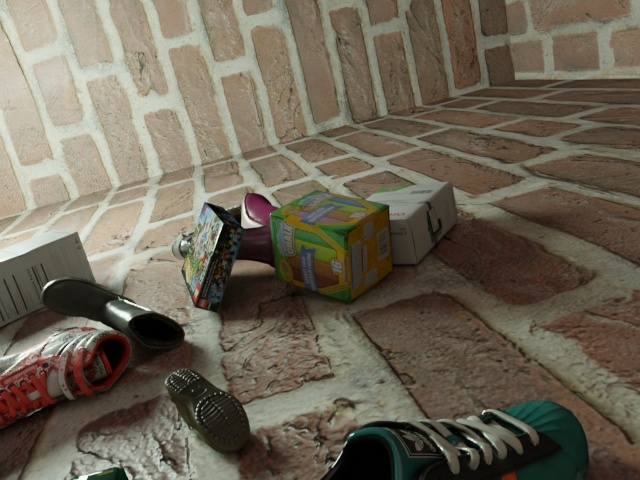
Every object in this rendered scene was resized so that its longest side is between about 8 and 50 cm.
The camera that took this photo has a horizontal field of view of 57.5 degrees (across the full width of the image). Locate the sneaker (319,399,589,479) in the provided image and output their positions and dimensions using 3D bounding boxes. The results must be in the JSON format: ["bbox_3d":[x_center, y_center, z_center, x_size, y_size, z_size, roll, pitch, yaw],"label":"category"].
[{"bbox_3d":[0.093,0.186,0.447,0.302,0.121,0.108,-23,20,-26],"label":"sneaker"}]

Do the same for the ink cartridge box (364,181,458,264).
[{"bbox_3d":[0.150,-0.035,1.128,0.160,0.093,0.219,-2,22,35],"label":"ink cartridge box"}]

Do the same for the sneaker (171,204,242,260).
[{"bbox_3d":[-0.232,-0.015,1.394,0.106,0.078,0.234,9,32,45],"label":"sneaker"}]

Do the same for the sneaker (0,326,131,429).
[{"bbox_3d":[-0.398,0.201,0.826,0.144,0.090,0.270,-5,17,34],"label":"sneaker"}]

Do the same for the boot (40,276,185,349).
[{"bbox_3d":[-0.348,0.123,0.969,0.189,0.076,0.208,16,2,-35],"label":"boot"}]

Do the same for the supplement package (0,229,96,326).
[{"bbox_3d":[-0.670,0.081,1.325,0.139,0.134,0.244,3,24,43],"label":"supplement package"}]

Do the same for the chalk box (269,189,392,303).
[{"bbox_3d":[0.000,0.000,1.013,0.213,0.133,0.132,14,31,36],"label":"chalk box"}]

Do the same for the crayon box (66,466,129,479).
[{"bbox_3d":[-0.293,0.299,0.459,0.278,0.081,0.165,-15,17,-5],"label":"crayon box"}]

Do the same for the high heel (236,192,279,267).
[{"bbox_3d":[-0.089,-0.023,1.288,0.181,0.127,0.377,2,20,-1],"label":"high heel"}]

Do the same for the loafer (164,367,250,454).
[{"bbox_3d":[-0.130,0.204,0.688,0.056,0.050,0.148,-28,38,-28],"label":"loafer"}]

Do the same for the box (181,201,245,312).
[{"bbox_3d":[-0.212,0.024,1.122,0.044,0.159,0.233,18,6,-22],"label":"box"}]
